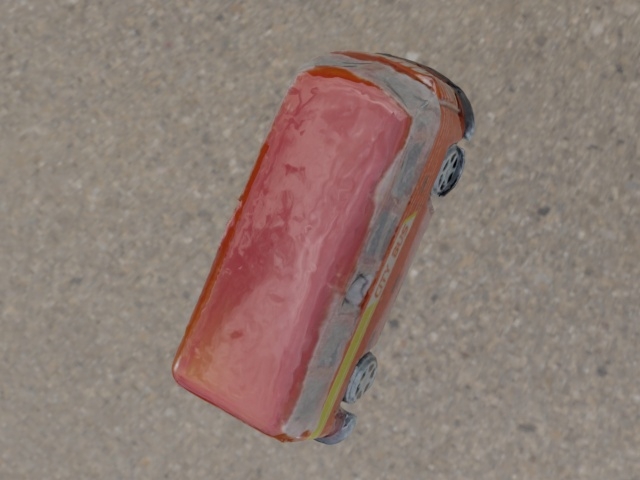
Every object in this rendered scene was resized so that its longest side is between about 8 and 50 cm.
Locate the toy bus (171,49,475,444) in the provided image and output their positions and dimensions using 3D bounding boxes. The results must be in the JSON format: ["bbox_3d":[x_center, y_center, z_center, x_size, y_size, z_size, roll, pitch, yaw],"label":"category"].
[{"bbox_3d":[0.000,0.000,0.481,0.079,0.077,0.174,26,98,22],"label":"toy bus"}]
